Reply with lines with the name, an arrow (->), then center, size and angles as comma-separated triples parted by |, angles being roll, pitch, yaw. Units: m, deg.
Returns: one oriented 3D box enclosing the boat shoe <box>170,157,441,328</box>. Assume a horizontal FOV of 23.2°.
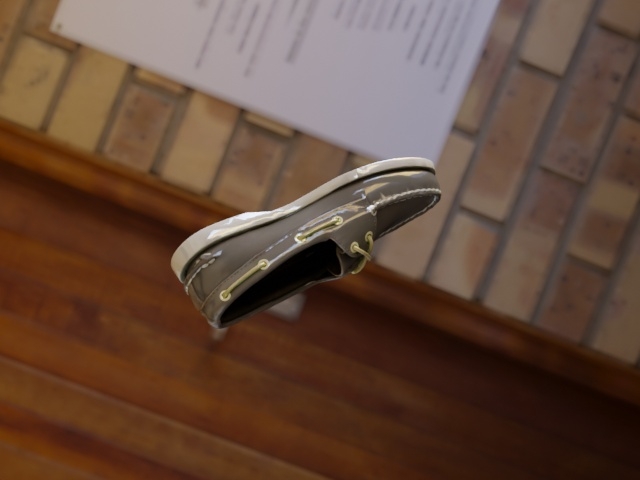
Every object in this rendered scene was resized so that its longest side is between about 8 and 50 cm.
boat shoe -> 0.000, 0.002, 1.627 | 0.091, 0.305, 0.109 | 60, 160, 26
